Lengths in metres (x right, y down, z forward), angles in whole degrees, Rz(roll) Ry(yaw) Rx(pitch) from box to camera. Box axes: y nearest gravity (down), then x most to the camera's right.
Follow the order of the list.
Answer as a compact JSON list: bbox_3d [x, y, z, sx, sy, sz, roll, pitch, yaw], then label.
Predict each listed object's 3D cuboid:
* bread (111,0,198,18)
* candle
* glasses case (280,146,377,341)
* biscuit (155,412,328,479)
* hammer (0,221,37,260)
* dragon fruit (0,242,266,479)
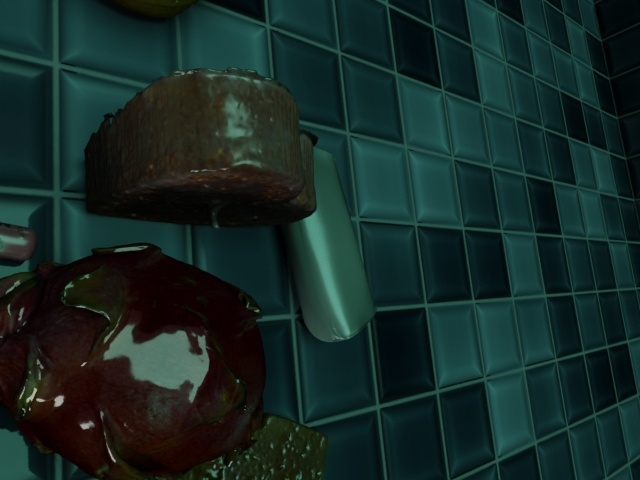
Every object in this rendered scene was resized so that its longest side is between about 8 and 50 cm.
[{"bbox_3d":[-0.231,-0.456,0.655,0.312,0.172,0.313,16,64,-37],"label":"bread"},{"bbox_3d":[-0.144,-0.073,0.583,0.286,0.317,0.132,-3,82,2],"label":"candle"},{"bbox_3d":[0.002,0.000,0.791,0.128,0.083,0.309,-13,87,-47],"label":"glasses case"},{"bbox_3d":[-0.099,0.344,0.644,0.301,0.043,0.279,-17,88,-43],"label":"biscuit"},{"bbox_3d":[-0.347,-0.002,0.522,0.083,0.043,0.043,16,69,-36],"label":"hammer"},{"bbox_3d":[-0.174,0.125,0.511,0.315,0.250,0.250,44,55,-14],"label":"dragon fruit"}]
